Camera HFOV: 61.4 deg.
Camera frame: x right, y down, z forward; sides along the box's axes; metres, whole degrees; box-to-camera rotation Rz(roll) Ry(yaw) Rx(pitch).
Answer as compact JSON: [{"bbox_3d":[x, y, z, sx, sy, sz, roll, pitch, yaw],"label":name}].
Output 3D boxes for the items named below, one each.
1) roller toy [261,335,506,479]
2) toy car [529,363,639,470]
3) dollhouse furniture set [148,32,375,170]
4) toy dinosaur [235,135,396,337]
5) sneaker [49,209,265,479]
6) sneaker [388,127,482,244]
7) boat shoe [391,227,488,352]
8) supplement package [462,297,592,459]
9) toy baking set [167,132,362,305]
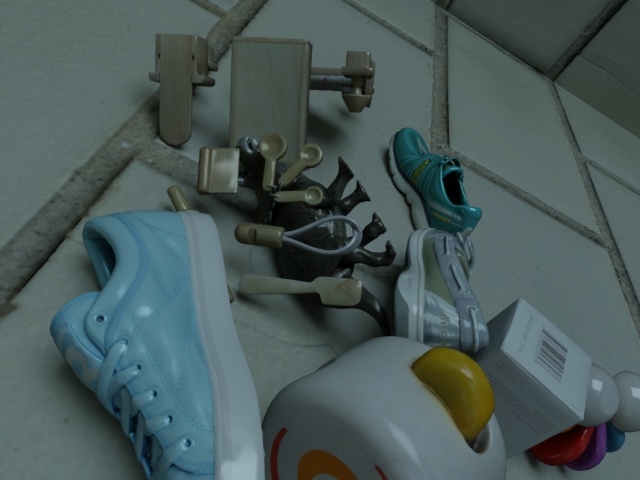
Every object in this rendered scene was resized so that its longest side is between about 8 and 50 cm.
[{"bbox_3d":[0.055,0.187,0.475,0.146,0.191,0.209,-18,108,-47],"label":"roller toy"},{"bbox_3d":[0.327,0.228,0.703,0.182,0.159,0.136,15,78,-26],"label":"toy car"},{"bbox_3d":[-0.067,-0.214,0.894,0.303,0.174,0.355,5,10,6],"label":"dollhouse furniture set"},{"bbox_3d":[0.000,0.000,0.691,0.314,0.160,0.121,63,10,13],"label":"toy dinosaur"},{"bbox_3d":[-0.151,0.115,0.462,0.150,0.135,0.366,3,41,-25],"label":"sneaker"},{"bbox_3d":[0.207,-0.109,0.956,0.107,0.110,0.275,7,46,-32],"label":"sneaker"},{"bbox_3d":[0.159,0.060,0.691,0.103,0.118,0.320,1,13,16],"label":"boat shoe"},{"bbox_3d":[0.194,0.171,0.609,0.105,0.179,0.105,41,39,5],"label":"supplement package"},{"bbox_3d":[-0.064,-0.019,0.628,0.030,0.196,0.256,58,7,-74],"label":"toy baking set"}]
